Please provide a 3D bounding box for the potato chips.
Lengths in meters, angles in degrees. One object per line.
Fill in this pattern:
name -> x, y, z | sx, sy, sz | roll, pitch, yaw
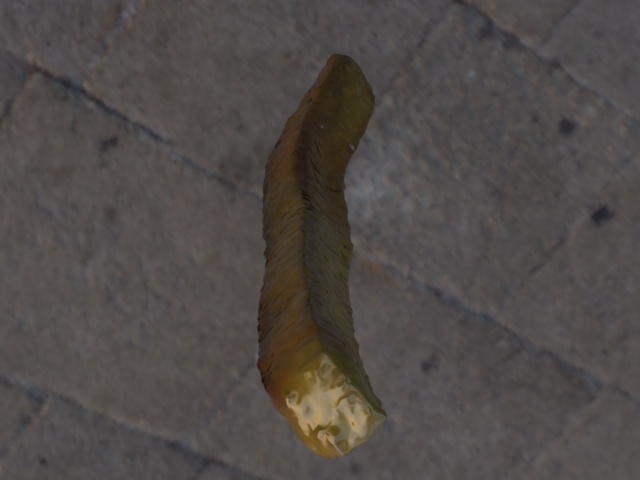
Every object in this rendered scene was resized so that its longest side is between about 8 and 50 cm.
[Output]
potato chips -> 0.000, 0.000, 0.404 | 0.026, 0.204, 0.037 | 36, 109, -12
